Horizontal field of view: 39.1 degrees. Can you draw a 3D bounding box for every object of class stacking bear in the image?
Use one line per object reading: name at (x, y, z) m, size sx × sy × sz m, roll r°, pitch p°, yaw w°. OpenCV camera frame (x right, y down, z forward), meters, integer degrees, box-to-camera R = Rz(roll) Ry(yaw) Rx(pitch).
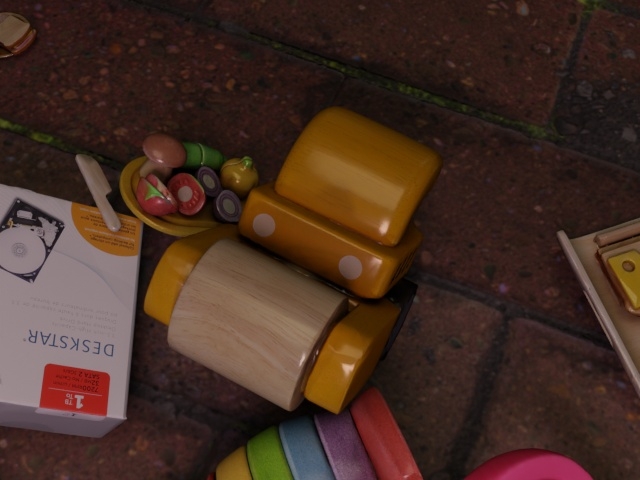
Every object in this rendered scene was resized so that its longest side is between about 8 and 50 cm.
stacking bear at (-0.048, 0.267, 0.860) m, size 0.289 × 0.175 × 0.164 m, roll -23°, pitch 43°, yaw -3°

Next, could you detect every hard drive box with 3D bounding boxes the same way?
hard drive box at (-0.292, 0.075, 0.946) m, size 0.181 × 0.089 × 0.232 m, roll 14°, pitch 60°, yaw -28°

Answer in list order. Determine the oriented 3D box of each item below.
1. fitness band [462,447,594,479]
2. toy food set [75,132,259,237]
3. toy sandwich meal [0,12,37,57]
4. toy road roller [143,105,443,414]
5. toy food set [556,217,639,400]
fitness band at (0.202, 0.336, 0.816) m, size 0.209 × 0.054 × 0.291 m, roll -14°, pitch 94°, yaw -27°
toy food set at (-0.151, -0.071, 1.022) m, size 0.218 × 0.071 × 0.128 m, roll 2°, pitch 47°, yaw -34°
toy sandwich meal at (-0.422, -0.277, 1.197) m, size 0.085 × 0.029 × 0.085 m, roll 1°, pitch 62°, yaw -1°
toy road roller at (0.000, 0.000, 0.899) m, size 0.202 × 0.329 × 0.240 m, roll 26°, pitch 107°, yaw 12°
toy food set at (0.448, 0.040, 1.025) m, size 0.306 × 0.092 × 0.219 m, roll -17°, pitch 65°, yaw -11°
